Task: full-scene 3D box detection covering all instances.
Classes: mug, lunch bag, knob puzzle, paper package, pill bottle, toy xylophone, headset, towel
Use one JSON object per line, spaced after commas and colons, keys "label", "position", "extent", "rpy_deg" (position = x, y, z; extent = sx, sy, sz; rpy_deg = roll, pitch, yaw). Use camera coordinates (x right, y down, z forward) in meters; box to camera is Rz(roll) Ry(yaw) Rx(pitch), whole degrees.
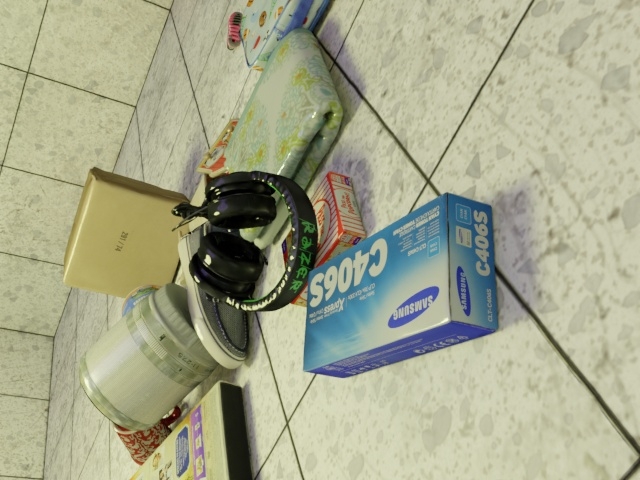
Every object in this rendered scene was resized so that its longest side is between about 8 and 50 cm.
{"label": "mug", "position": [-0.417, 0.434, 1.669], "extent": [0.169, 0.113, 0.150], "rpy_deg": [79, -156, -51]}
{"label": "lunch bag", "position": [-0.075, -0.516, 1.573], "extent": [0.303, 0.115, 0.243], "rpy_deg": [-57, 33, 31]}
{"label": "knob puzzle", "position": [-0.222, -0.239, 1.731], "extent": [0.213, 0.030, 0.213], "rpy_deg": [-29, 37, 25]}
{"label": "paper package", "position": [-0.558, -0.010, 2.039], "extent": [0.324, 0.310, 0.168], "rpy_deg": [-69, 24, 11]}
{"label": "pill bottle", "position": [-0.425, 0.224, 1.829], "extent": [0.272, 0.152, 0.152], "rpy_deg": [34, 108, 63]}
{"label": "toy xylophone", "position": [-0.278, -0.027, 1.748], "extent": [0.236, 0.081, 0.322], "rpy_deg": [-52, 34, 39]}
{"label": "headset", "position": [-0.139, -0.013, 1.299], "extent": [0.394, 0.185, 0.243], "rpy_deg": [19, 99, 42]}
{"label": "towel", "position": [-0.083, -0.212, 1.458], "extent": [0.374, 0.090, 0.320], "rpy_deg": [-58, 34, 32]}

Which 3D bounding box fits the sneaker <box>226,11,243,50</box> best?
{"label": "sneaker", "position": [-0.255, -0.614, 2.069], "extent": [0.057, 0.047, 0.119], "rpy_deg": [151, 131, -71]}

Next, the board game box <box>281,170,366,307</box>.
{"label": "board game box", "position": [0.000, 0.000, 1.217], "extent": [0.193, 0.045, 0.146], "rpy_deg": [-55, 33, 36]}

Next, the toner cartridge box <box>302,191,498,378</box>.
{"label": "toner cartridge box", "position": [0.092, 0.077, 0.958], "extent": [0.348, 0.075, 0.165], "rpy_deg": [-33, 49, 54]}

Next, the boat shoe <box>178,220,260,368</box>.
{"label": "boat shoe", "position": [-0.189, 0.087, 1.473], "extent": [0.158, 0.127, 0.340], "rpy_deg": [-36, 58, 20]}

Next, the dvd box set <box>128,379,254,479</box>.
{"label": "dvd box set", "position": [-0.273, 0.524, 1.402], "extent": [0.420, 0.062, 0.307], "rpy_deg": [-49, 35, 28]}

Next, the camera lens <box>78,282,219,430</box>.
{"label": "camera lens", "position": [-0.360, 0.253, 1.516], "extent": [0.274, 0.219, 0.219], "rpy_deg": [-43, 32, 5]}
